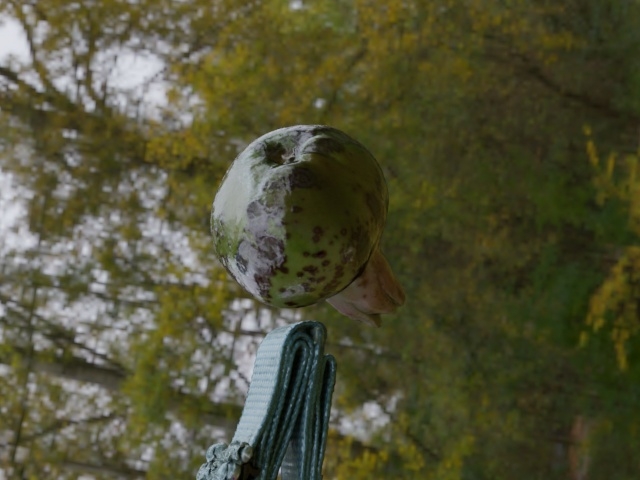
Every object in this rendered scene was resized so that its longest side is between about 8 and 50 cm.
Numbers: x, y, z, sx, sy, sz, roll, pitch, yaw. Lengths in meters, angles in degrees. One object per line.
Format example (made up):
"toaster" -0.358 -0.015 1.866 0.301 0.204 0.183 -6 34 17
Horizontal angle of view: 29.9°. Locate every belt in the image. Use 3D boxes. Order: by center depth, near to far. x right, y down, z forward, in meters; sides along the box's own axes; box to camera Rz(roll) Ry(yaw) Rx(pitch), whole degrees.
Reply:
"belt" -0.042 0.143 0.881 0.065 0.100 0.179 -21 55 61

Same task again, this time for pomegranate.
"pomegranate" 0.004 -0.008 0.856 0.125 0.163 0.138 -53 12 41
